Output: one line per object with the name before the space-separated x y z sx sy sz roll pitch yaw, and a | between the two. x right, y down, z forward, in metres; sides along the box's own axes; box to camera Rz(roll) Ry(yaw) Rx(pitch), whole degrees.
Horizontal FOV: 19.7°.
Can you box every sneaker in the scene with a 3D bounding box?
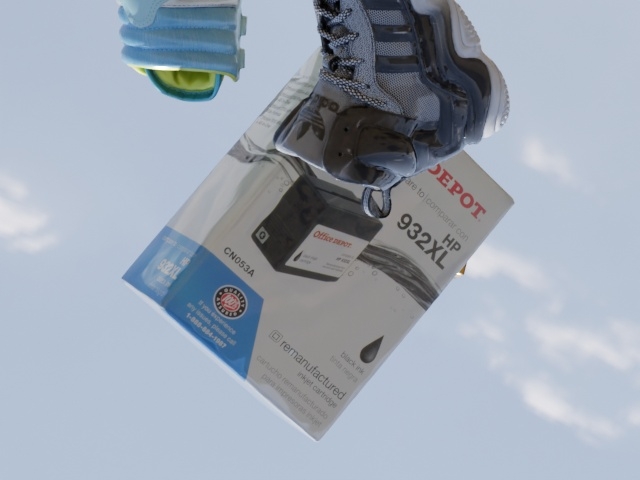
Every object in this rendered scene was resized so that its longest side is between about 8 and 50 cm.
sneaker | -0.100 -0.244 1.663 0.127 0.208 0.319 6 -156 26
sneaker | 0.019 -0.132 1.287 0.101 0.153 0.268 30 162 54

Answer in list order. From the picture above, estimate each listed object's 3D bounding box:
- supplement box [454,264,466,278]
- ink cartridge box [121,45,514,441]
supplement box | 0.073 -0.033 2.285 0.191 0.129 0.194 23 162 -16
ink cartridge box | 0.000 0.000 1.769 0.223 0.307 0.129 43 172 -24
